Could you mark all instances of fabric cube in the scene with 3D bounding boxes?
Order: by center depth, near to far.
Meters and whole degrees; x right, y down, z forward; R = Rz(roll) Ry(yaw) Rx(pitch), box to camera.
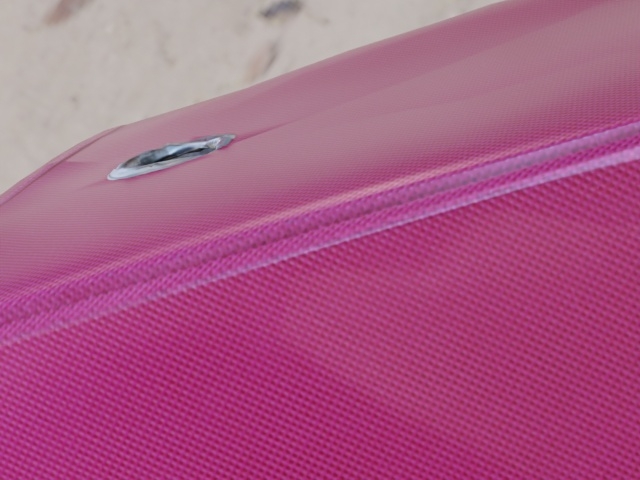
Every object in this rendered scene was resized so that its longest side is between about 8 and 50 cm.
[{"bbox_3d":[0.065,0.073,0.525,0.258,0.259,0.254,-17,12,15],"label":"fabric cube"}]
